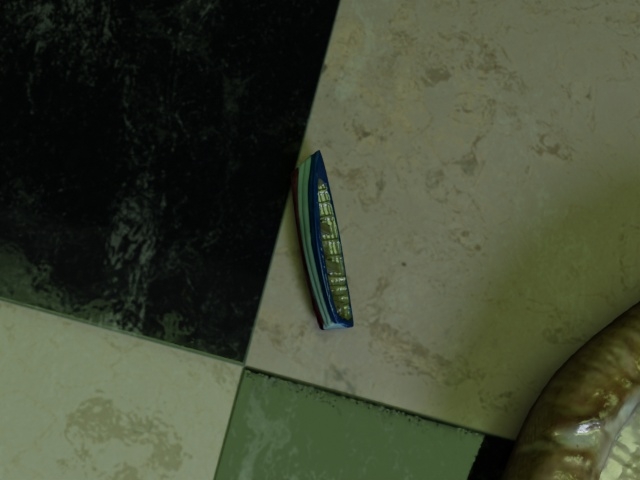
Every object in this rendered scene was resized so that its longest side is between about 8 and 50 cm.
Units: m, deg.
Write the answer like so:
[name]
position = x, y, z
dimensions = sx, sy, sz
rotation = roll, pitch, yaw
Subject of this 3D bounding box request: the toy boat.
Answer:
[toy boat]
position = 0.000, 0.000, 1.812
dimensions = 0.045, 0.080, 0.229
rotation = -17, 74, 22

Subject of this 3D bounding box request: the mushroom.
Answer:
[mushroom]
position = 0.373, 0.220, 1.749
dimensions = 0.313, 0.224, 0.397
rotation = 5, 65, 7
